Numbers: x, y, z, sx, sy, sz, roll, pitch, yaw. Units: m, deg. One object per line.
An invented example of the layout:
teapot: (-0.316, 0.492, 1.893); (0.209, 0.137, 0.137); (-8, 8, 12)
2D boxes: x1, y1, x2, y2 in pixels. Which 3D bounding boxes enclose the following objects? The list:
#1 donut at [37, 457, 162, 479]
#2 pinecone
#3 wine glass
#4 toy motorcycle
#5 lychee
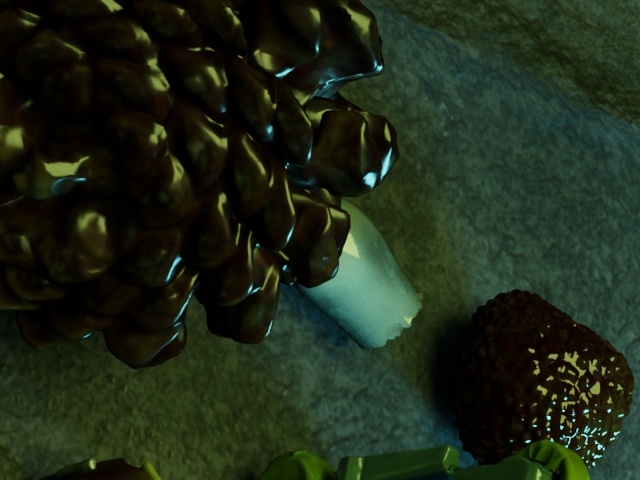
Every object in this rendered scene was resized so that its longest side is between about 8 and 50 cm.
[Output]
donut: (-0.127, 0.338, 1.334); (0.345, 0.136, 0.259); (47, 26, -10)
pinecone: (-0.120, -0.103, 1.384); (0.397, 0.397, 0.398); (16, 66, -39)
wine glass: (0.000, 0.000, 1.647); (0.222, 0.103, 0.103); (50, 49, -19)
toy motorcycle: (0.091, 0.281, 1.476); (0.191, 0.326, 0.200); (28, 61, -33)
lychee: (0.215, 0.155, 1.748); (0.188, 0.188, 0.188); (16, 66, -39)
